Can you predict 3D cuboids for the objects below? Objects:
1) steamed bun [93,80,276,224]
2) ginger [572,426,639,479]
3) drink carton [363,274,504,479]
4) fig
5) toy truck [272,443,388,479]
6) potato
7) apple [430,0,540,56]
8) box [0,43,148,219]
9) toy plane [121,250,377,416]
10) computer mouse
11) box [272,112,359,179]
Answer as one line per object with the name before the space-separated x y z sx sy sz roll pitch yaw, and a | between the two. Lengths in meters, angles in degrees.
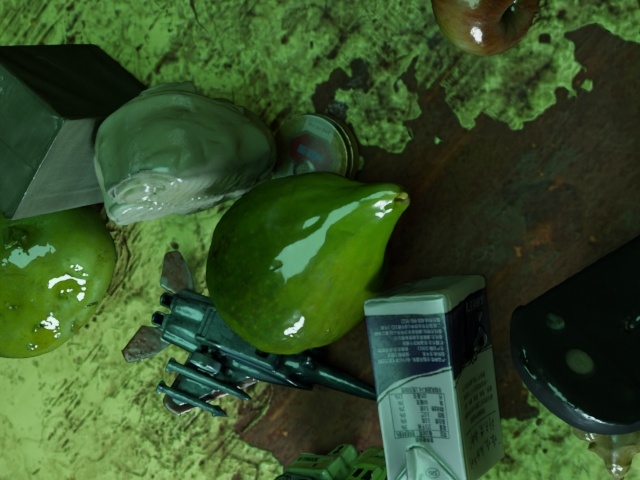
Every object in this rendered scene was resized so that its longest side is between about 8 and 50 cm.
steamed bun | -0.168 -0.110 1.597 0.211 0.218 0.144 -26 80 51
ginger | 0.316 0.151 1.494 0.133 0.059 0.214 -30 86 22
drink carton | 0.131 0.159 1.545 0.102 0.134 0.222 -6 96 24
fig | 0.000 0.000 1.517 0.206 0.206 0.275 56 139 8
toy truck | 0.031 0.294 1.620 0.191 0.116 0.085 -4 125 53
potato | -0.368 0.043 1.768 0.253 0.148 0.186 -32 111 21
apple | 0.172 -0.261 1.466 0.102 0.126 0.126 33 112 35
box | -0.321 -0.135 1.665 0.149 0.231 0.155 39 114 16
toy plane | -0.068 0.130 1.655 0.326 0.104 0.223 19 77 19
computer mouse | 0.299 0.108 1.391 0.170 0.269 0.100 49 144 20
box | -0.007 -0.098 1.625 0.105 0.037 0.105 5 100 26
